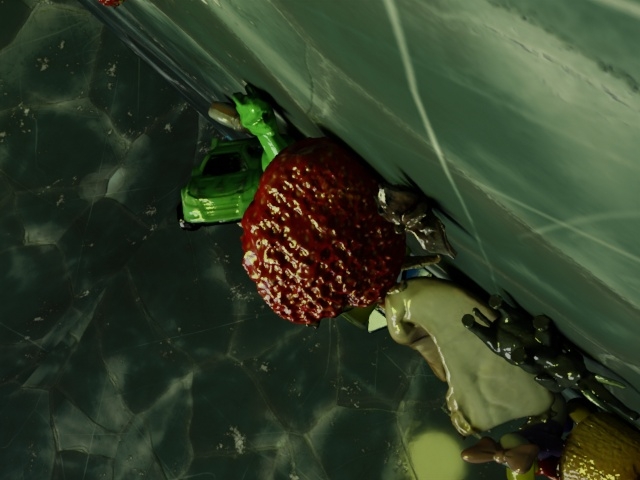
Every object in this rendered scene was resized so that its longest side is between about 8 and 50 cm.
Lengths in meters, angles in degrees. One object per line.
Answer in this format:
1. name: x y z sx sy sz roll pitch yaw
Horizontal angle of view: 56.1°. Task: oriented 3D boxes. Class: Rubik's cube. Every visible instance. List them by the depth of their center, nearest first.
1. Rubik's cube: 0.185 0.095 1.617 0.234 0.250 0.284 60 180 -13

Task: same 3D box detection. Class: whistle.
1. whistle: -0.198 -0.292 1.445 0.107 0.057 0.220 21 -172 -41

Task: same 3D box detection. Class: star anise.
1. star anise: 0.121 -0.024 0.747 0.129 0.056 0.124 40 179 4

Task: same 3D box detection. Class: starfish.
1. starfish: 0.099 0.036 1.112 0.231 0.295 0.048 12 123 24

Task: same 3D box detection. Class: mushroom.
1. mushroom: 0.278 0.177 1.252 0.397 0.224 0.314 53 -167 -24

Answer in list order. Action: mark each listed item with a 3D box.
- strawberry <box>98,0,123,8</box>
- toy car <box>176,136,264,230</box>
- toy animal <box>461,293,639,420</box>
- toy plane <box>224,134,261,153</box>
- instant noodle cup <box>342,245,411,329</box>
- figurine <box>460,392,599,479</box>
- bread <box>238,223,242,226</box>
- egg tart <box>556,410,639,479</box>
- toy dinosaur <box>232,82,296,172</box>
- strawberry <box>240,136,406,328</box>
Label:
1. strawberry: -0.308 -0.382 0.872 0.083 0.073 0.073 54 175 -18
2. toy car: -0.197 -0.137 1.362 0.359 0.213 0.176 -76 -20 -74
3. toy animal: 0.330 0.166 0.889 0.137 0.082 0.269 36 178 -42
4. toy plane: -0.195 -0.253 1.924 0.254 0.105 0.271 40 179 -22
5. instant noodle cup: 0.064 0.039 1.474 0.311 0.221 0.311 41 180 0
6. figurine: 0.481 0.425 1.319 0.154 0.421 0.193 -7 101 44
7. bread: -0.053 -0.028 1.763 0.424 0.245 0.329 43 -140 24
8. egg tart: 0.598 0.464 1.208 0.215 0.215 0.171 40 165 -21
9. toy dinosaur: -0.094 -0.179 1.230 0.374 0.144 0.500 57 -179 -29
10. strawberry: -0.003 -0.003 0.919 0.261 0.261 0.257 40 177 15
